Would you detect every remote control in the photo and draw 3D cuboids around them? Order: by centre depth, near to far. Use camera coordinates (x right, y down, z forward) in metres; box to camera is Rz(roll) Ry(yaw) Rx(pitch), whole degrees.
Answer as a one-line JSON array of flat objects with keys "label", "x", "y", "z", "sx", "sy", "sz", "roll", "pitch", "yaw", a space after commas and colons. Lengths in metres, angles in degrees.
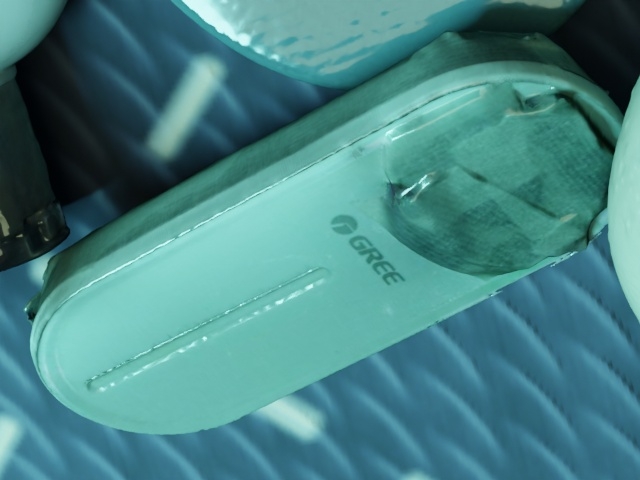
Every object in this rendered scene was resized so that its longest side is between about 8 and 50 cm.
[{"label": "remote control", "x": 0.000, "y": 0.000, "z": 0.722, "sx": 0.247, "sy": 0.052, "sz": 0.104, "roll": -26, "pitch": 133, "yaw": 19}]

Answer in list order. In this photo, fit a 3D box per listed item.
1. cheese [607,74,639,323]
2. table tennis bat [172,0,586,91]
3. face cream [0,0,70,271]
[{"label": "cheese", "x": 0.185, "y": -0.027, "z": 0.631, "sx": 0.154, "sy": 0.189, "sz": 0.198, "roll": 41, "pitch": 115, "yaw": 30}, {"label": "table tennis bat", "x": -0.002, "y": -0.206, "z": 0.668, "sx": 0.215, "sy": 0.044, "sz": 0.329, "roll": -15, "pitch": 109, "yaw": 16}, {"label": "face cream", "x": -0.164, "y": -0.127, "z": 0.712, "sx": 0.144, "sy": 0.071, "sz": 0.291, "roll": -11, "pitch": 108, "yaw": 15}]
